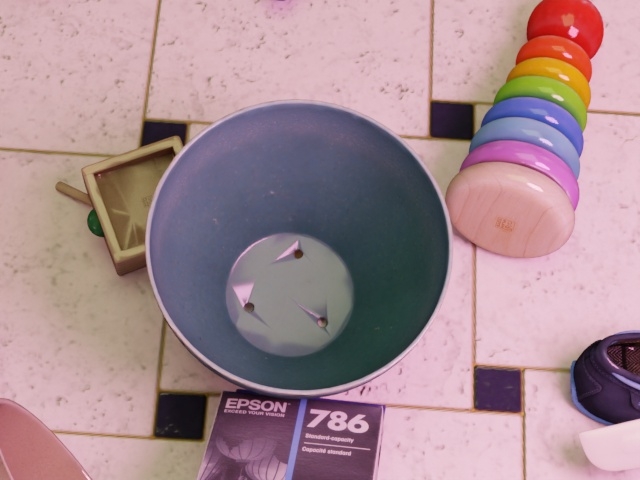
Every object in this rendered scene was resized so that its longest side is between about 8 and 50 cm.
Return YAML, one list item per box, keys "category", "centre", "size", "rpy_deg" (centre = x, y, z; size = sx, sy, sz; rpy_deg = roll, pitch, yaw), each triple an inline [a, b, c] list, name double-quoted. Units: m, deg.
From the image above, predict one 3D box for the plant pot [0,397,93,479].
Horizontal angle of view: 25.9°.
- category: "plant pot"
  centre: [-0.326, 0.322, 1.240]
  size: [0.274, 0.256, 0.256]
  rpy_deg: [-35, 68, -1]

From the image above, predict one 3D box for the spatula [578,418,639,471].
- category: "spatula"
  centre: [0.389, 0.244, 1.357]
  size: [0.242, 0.019, 0.168]
  rpy_deg: [-13, 84, 8]

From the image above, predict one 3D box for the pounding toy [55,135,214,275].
- category: "pounding toy"
  centre: [-0.203, -0.037, 1.505]
  size: [0.141, 0.100, 0.130]
  rpy_deg: [-20, 80, -9]

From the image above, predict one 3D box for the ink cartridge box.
- category: "ink cartridge box"
  centre: [-0.031, 0.231, 1.295]
  size: [0.165, 0.065, 0.333]
  rpy_deg: [4, 34, 5]

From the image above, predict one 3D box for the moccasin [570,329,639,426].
- category: "moccasin"
  centre: [0.431, 0.152, 1.411]
  size: [0.342, 0.117, 0.138]
  rpy_deg: [-1, 63, -3]

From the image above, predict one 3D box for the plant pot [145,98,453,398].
- category: "plant pot"
  centre: [-0.027, 0.029, 1.396]
  size: [0.290, 0.195, 0.290]
  rpy_deg: [1, 73, -4]

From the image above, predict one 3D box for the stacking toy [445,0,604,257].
- category: "stacking toy"
  centre: [0.247, -0.145, 1.563]
  size: [0.141, 0.141, 0.330]
  rpy_deg: [18, 56, 7]

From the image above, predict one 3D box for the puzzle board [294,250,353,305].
- category: "puzzle board"
  centre: [0.000, 0.000, 1.531]
  size: [0.096, 0.011, 0.128]
  rpy_deg: [-36, 70, -20]
